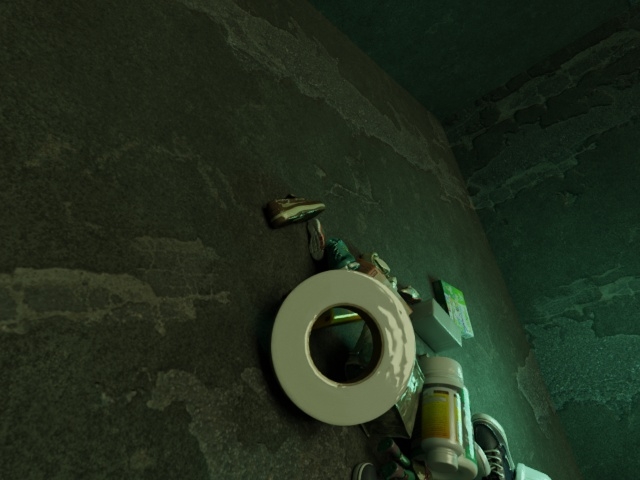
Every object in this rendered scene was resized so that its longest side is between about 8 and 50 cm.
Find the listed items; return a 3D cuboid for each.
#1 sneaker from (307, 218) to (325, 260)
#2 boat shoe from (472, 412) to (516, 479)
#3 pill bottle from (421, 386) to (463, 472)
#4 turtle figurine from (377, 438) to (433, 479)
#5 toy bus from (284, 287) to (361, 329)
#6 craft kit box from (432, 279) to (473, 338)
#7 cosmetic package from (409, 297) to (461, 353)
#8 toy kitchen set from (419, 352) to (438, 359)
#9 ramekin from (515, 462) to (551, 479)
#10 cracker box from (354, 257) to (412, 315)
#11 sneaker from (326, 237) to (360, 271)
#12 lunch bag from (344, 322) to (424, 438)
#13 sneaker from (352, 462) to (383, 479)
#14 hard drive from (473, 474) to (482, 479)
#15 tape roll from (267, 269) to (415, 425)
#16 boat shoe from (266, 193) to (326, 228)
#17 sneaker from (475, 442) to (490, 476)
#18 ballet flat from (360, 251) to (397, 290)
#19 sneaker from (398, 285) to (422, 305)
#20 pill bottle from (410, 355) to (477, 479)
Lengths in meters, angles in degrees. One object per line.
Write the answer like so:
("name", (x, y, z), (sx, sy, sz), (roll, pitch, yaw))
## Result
("sneaker", (0.000, 0.000, 1.419), (0.065, 0.061, 0.157), (33, 43, -49))
("boat shoe", (0.698, 0.877, 1.673), (0.340, 0.127, 0.158), (62, 30, -9))
("pill bottle", (0.356, 0.554, 1.226), (0.117, 0.117, 0.214), (44, 39, -26))
("turtle figurine", (0.255, 0.672, 1.181), (0.234, 0.118, 0.175), (49, -1, -20))
("toy bus", (0.041, 0.195, 1.286), (0.333, 0.108, 0.130), (7, 63, -53))
("craft kit box", (0.668, 0.348, 2.102), (0.247, 0.061, 0.249), (30, 45, -44))
("cosmetic package", (0.484, 0.364, 1.764), (0.238, 0.127, 0.107), (49, 35, -23))
("toy kitchen set", (0.460, 0.475, 1.700), (0.075, 0.068, 0.083), (59, 32, -6))
("ramekin", (0.858, 1.063, 1.683), (0.273, 0.127, 0.272), (-5, 96, -61))
("cracker box", (0.209, 0.176, 1.494), (0.232, 0.067, 0.156), (50, -8, -19))
("sneaker", (0.053, 0.054, 1.352), (0.109, 0.107, 0.275), (64, 0, -9))
("lunch bag", (0.187, 0.398, 1.255), (0.286, 0.169, 0.235), (66, 31, -16))
("sneaker", (0.184, 0.741, 1.071), (0.126, 0.128, 0.320), (11, 57, -49))
("hard drive", (0.500, 0.928, 1.430), (0.339, 0.064, 0.236), (12, 57, -51))
("tape roll", (0.059, 0.270, 1.085), (0.393, 0.072, 0.391), (4, 74, -14))
("boat shoe", (-0.077, -0.114, 1.364), (0.257, 0.095, 0.095), (-18, 76, -57))
("sneaker", (0.499, 0.745, 1.516), (0.091, 0.094, 0.258), (-22, 60, -30))
("ballet flat", (0.249, 0.147, 1.635), (0.248, 0.086, 0.086), (55, 33, -13))
("sneaker", (0.370, 0.227, 1.783), (0.161, 0.057, 0.075), (24, 32, -43))
("pill bottle", (0.405, 0.593, 1.410), (0.204, 0.204, 0.360), (43, 37, -28))
